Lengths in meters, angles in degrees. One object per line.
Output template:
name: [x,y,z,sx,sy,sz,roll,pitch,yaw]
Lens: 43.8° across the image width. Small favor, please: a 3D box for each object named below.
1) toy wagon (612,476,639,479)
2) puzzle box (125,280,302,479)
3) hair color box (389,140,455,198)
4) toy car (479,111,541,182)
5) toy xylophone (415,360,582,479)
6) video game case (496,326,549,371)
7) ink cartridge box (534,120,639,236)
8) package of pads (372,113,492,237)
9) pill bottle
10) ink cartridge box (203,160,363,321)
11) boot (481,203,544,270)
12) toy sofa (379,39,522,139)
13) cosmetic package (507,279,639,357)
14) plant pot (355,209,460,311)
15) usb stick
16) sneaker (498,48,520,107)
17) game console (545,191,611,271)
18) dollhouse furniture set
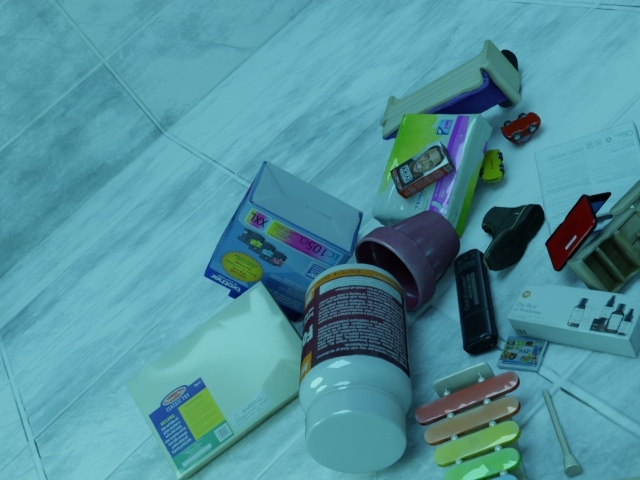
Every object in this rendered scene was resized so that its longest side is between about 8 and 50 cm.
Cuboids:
toy wagon: [0.461,0.482,1.076,0.267,0.068,0.344,-18,38,30]
puzzle box: [-0.224,0.319,1.837,0.409,0.052,0.272,-36,67,2]
hair color box: [0.239,-0.165,1.873,0.141,0.043,0.072,-31,54,21]
toy car: [0.412,-0.245,2.012,0.225,0.053,0.239,22,64,36]
toy xylophone: [0.304,0.348,1.385,0.236,0.081,0.323,-30,33,11]
video game case: [0.400,0.198,1.543,0.087,0.011,0.122,-1,47,43]
ink cartridge box: [0.582,-0.116,1.692,0.223,0.045,0.224,-16,67,31]
package of pads: [0.267,-0.166,1.948,0.229,0.101,0.297,8,74,40]
pill bottle: [0.070,0.250,1.605,0.224,0.224,0.392,-25,34,20]
ink cartridge box: [-0.105,0.030,1.925,0.395,0.270,0.151,-53,13,50]
boot: [0.390,-0.007,1.767,0.198,0.077,0.137,-40,25,-28]
toy sofa: [0.339,-0.352,2.105,0.362,0.150,0.177,-26,36,39]
cosmetic package: [0.478,0.141,1.479,0.239,0.060,0.099,7,51,43]
plant pot: [0.209,0.032,1.793,0.180,0.201,0.201,-36,28,-27]
usb stick: [0.325,0.124,1.680,0.077,0.045,0.278,-30,32,25]
sneaker: [0.502,-0.431,2.199,0.082,0.069,0.209,124,159,-52]
game console: [0.518,-0.017,1.569,0.124,0.085,0.144,-92,22,-47]
dollhouse furniture set: [0.581,0.024,1.409,0.161,0.212,0.242,-43,6,-10]
